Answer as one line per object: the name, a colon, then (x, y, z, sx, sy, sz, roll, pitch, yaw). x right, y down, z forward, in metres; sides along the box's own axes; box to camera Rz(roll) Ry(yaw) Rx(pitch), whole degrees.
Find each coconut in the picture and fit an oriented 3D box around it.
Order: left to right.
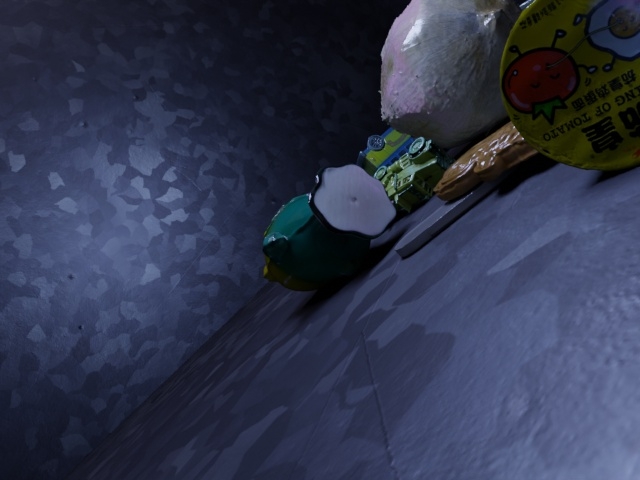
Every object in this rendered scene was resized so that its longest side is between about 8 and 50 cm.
coconut: (0.347, -0.448, 1.172, 0.404, 0.404, 0.404, -42, 4, 4)

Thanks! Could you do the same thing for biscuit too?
biscuit: (0.282, -0.144, 0.746, 0.202, 0.044, 0.288, -41, 2, -8)

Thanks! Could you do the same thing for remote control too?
remote control: (0.223, -0.055, 0.775, 0.245, 0.022, 0.077, -40, 2, 17)

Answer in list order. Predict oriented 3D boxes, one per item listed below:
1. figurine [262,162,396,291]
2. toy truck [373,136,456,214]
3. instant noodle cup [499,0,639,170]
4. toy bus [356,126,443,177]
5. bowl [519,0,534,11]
figurine: (0.000, 0.000, 1.064, 0.323, 0.231, 0.340, -16, -20, -32)
toy truck: (0.204, -0.119, 1.119, 0.259, 0.128, 0.135, -37, 32, 38)
instant noodle cup: (0.295, -0.180, 0.455, 0.144, 0.182, 0.182, -35, 0, -30)
toy bus: (0.283, -0.307, 1.580, 0.312, 0.190, 0.152, -43, -12, -14)
bowl: (0.626, -0.574, 1.277, 0.289, 0.146, 0.289, -24, 0, 0)
